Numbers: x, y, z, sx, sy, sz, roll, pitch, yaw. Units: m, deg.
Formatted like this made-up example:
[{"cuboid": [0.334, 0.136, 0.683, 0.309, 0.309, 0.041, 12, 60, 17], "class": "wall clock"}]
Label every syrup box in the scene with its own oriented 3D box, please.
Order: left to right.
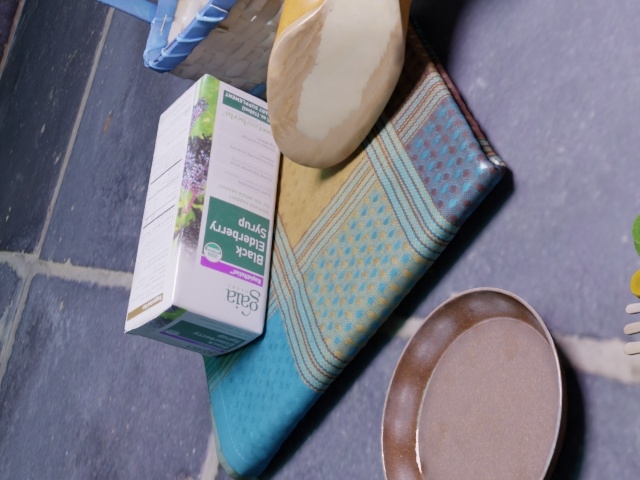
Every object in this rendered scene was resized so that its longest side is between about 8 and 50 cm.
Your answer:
[{"cuboid": [-0.103, -0.021, 0.907, 0.096, 0.093, 0.236, -30, 48, 47], "class": "syrup box"}]

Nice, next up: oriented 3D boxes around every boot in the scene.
[{"cuboid": [0.033, -0.228, 0.830, 0.211, 0.104, 0.295, -77, 2, -57], "class": "boot"}]

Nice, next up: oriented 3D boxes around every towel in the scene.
[{"cuboid": [0.000, 0.000, 0.860, 0.370, 0.040, 0.271, -52, 35, 27], "class": "towel"}]

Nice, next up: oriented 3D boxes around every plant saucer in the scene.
[{"cuboid": [0.101, 0.114, 0.635, 0.168, 0.029, 0.168, -34, 46, 45], "class": "plant saucer"}]

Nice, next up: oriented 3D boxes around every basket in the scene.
[{"cuboid": [-0.117, -0.275, 0.952, 0.255, 0.289, 0.201, -25, 52, 50], "class": "basket"}]

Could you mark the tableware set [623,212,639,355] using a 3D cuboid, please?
[{"cuboid": [0.223, 0.007, 0.507, 0.154, 0.024, 0.104, -23, 51, 53], "class": "tableware set"}]
